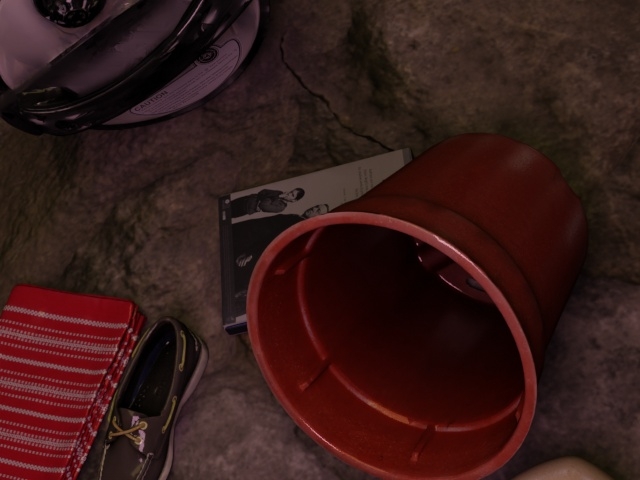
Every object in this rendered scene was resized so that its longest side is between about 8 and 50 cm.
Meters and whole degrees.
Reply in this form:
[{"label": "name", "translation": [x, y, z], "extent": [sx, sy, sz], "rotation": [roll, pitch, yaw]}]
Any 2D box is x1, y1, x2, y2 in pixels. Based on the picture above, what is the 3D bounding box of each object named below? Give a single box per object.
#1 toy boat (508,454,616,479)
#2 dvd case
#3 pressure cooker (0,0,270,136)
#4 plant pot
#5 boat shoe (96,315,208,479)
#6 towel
[{"label": "toy boat", "translation": [0.144, 0.311, 1.065], "extent": [0.318, 0.148, 0.268], "rotation": [10, 69, 18]}, {"label": "dvd case", "translation": [0.000, 0.000, 1.366], "extent": [0.238, 0.029, 0.179], "rotation": [-13, 56, 13]}, {"label": "pressure cooker", "translation": [-0.259, -0.334, 1.454], "extent": [0.375, 0.370, 0.420], "rotation": [-5, 54, -21]}, {"label": "plant pot", "translation": [0.113, 0.039, 1.123], "extent": [0.272, 0.272, 0.265], "rotation": [10, 32, 27]}, {"label": "boat shoe", "translation": [-0.194, 0.191, 1.303], "extent": [0.081, 0.069, 0.228], "rotation": [7, 63, 26]}, {"label": "towel", "translation": [-0.331, 0.181, 1.390], "extent": [0.198, 0.031, 0.275], "rotation": [8, 64, 27]}]
